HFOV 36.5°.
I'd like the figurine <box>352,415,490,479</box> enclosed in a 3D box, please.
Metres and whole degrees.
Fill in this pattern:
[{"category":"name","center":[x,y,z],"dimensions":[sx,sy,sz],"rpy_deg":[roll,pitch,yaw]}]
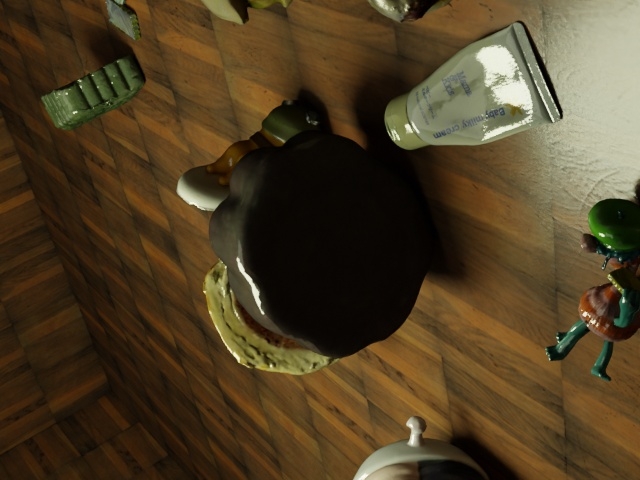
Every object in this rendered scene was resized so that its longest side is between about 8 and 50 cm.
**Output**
[{"category":"figurine","center":[0.150,0.457,1.584],"dimensions":[0.361,0.253,0.211],"rpy_deg":[86,163,-57]}]

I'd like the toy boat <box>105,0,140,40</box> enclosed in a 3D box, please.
[{"category":"toy boat","center":[-0.394,-0.444,1.928],"dimensions":[0.115,0.016,0.063],"rpy_deg":[40,148,38]}]

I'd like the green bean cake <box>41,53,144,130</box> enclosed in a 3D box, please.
[{"category":"green bean cake","center":[-0.472,-0.308,2.023],"dimensions":[0.094,0.183,0.185],"rpy_deg":[63,155,-9]}]

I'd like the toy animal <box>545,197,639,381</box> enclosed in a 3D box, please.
[{"category":"toy animal","center":[0.304,0.060,1.021],"dimensions":[0.103,0.100,0.208],"rpy_deg":[-88,7,-52]}]

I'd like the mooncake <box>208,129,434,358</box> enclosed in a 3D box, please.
[{"category":"mooncake","center":[0.000,0.000,1.334],"dimensions":[0.154,0.306,0.306],"rpy_deg":[21,135,63]}]

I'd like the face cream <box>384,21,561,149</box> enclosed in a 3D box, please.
[{"category":"face cream","center":[0.167,-0.162,1.107],"dimensions":[0.224,0.070,0.114],"rpy_deg":[-13,105,56]}]

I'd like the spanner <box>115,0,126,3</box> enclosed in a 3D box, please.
[{"category":"spanner","center":[-0.336,-0.488,1.767],"dimensions":[0.302,0.017,0.071],"rpy_deg":[3,118,61]}]

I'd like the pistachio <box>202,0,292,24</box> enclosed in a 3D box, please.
[{"category":"pistachio","center":[-0.122,-0.424,1.257],"dimensions":[0.197,0.166,0.288],"rpy_deg":[-111,6,-50]}]

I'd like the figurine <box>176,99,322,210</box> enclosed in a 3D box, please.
[{"category":"figurine","center":[-0.084,-0.131,1.448],"dimensions":[0.166,0.250,0.141],"rpy_deg":[43,131,42]}]

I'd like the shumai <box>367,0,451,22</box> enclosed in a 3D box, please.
[{"category":"shumai","center":[0.079,-0.343,1.002],"dimensions":[0.185,0.184,0.218],"rpy_deg":[14,125,12]}]

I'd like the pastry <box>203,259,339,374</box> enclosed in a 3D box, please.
[{"category":"pastry","center":[-0.055,0.096,1.621],"dimensions":[0.256,0.237,0.170],"rpy_deg":[58,-177,0]}]
